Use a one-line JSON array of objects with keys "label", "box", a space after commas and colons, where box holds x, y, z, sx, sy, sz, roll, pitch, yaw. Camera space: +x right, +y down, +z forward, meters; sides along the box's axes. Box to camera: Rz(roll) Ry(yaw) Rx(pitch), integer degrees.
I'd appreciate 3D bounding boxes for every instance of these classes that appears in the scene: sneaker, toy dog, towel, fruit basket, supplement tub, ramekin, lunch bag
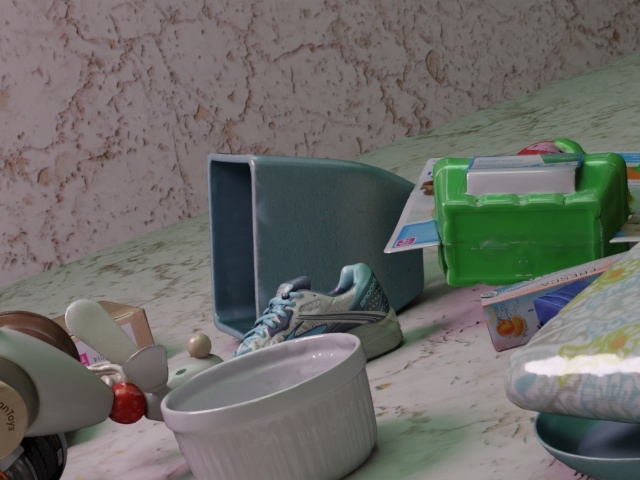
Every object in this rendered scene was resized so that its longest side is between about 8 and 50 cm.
[{"label": "sneaker", "box": [-0.043, 0.111, 1.894, 0.283, 0.122, 0.110, -22, 10, -27]}, {"label": "toy dog", "box": [-0.257, 0.117, 1.635, 0.220, 0.161, 0.334, 14, 16, 40]}, {"label": "towel", "box": [0.372, 0.032, 1.299, 0.374, 0.090, 0.320, -36, 14, -29]}, {"label": "fruit basket", "box": [0.266, -0.064, 1.987, 0.327, 0.165, 0.353, -1, 26, 14]}, {"label": "supplement tub", "box": [-0.342, 0.247, 1.670, 0.117, 0.117, 0.190, -16, 9, 7]}, {"label": "ramekin", "box": [-0.042, 0.177, 1.549, 0.207, 0.109, 0.207, -18, 9, 3]}, {"label": "lunch bag", "box": [0.262, 0.083, 1.653, 0.065, 0.067, 0.098, -20, 8, -17]}]

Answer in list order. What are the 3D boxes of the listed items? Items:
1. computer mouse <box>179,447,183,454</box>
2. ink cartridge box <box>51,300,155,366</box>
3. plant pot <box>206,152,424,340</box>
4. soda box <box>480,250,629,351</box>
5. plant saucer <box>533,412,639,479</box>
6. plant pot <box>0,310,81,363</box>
[{"label": "computer mouse", "box": [-0.054, 0.191, 1.692, 0.193, 0.042, 0.106, -20, 8, -13]}, {"label": "ink cartridge box", "box": [-0.375, 0.168, 2.287, 0.235, 0.088, 0.193, -21, 11, -22]}, {"label": "plant pot", "box": [0.000, 0.000, 2.140, 0.252, 0.247, 0.248, -4, 5, -18]}, {"label": "soda box", "box": [0.273, 0.066, 1.768, 0.183, 0.058, 0.063, -16, 9, 7]}, {"label": "plant saucer", "box": [0.335, 0.132, 1.312, 0.318, 0.043, 0.317, -18, 10, 3]}, {"label": "plant pot", "box": [-0.381, 0.189, 1.989, 0.167, 0.167, 0.165, -18, 16, -4]}]
